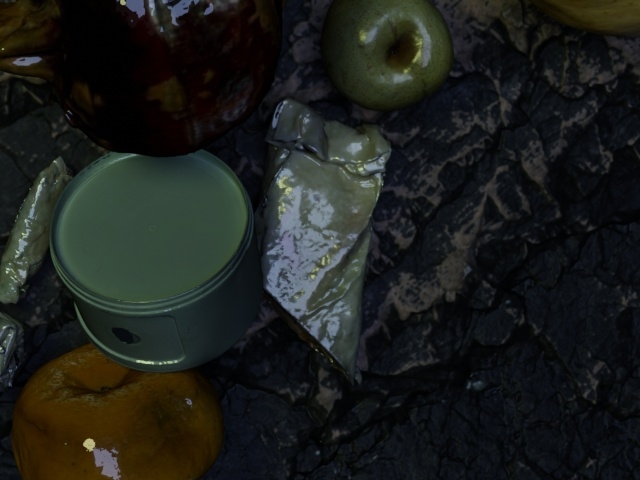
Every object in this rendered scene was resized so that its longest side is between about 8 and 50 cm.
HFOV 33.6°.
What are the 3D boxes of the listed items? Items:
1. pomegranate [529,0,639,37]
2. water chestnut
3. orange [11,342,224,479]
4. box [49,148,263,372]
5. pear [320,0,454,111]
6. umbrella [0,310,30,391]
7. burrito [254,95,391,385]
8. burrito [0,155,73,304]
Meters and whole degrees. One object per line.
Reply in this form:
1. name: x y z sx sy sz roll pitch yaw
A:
1. pomegranate: 0.391 -0.423 1.242 0.410 0.410 0.410 -1 96 -14
2. water chestnut: -0.216 -0.228 1.101 0.347 0.335 0.335 -31 102 -18
3. orange: -0.234 0.238 1.246 0.249 0.249 0.183 -11 117 -13
4. box: -0.183 0.017 1.211 0.226 0.149 0.226 -1 55 2
5. pear: 0.081 -0.241 1.317 0.167 0.136 0.167 -2 100 -14
6. umbrella: -0.508 0.067 1.222 0.357 0.106 0.113 24 99 -5
7. burrito: -0.013 -0.001 1.336 0.175 0.107 0.348 7 92 1
8. burrito: -0.343 -0.012 1.276 0.045 0.058 0.188 20 91 10
